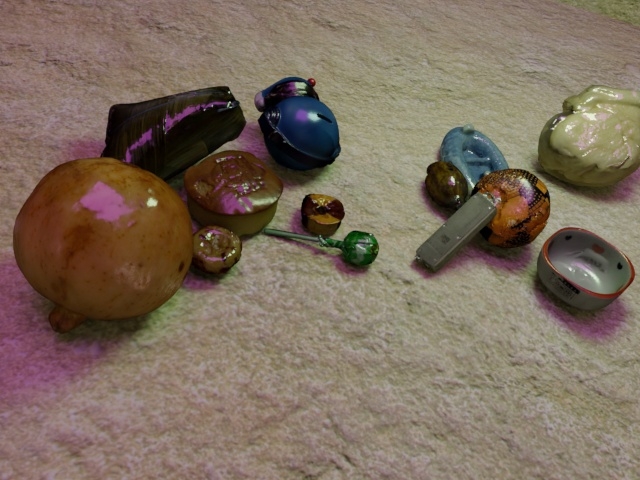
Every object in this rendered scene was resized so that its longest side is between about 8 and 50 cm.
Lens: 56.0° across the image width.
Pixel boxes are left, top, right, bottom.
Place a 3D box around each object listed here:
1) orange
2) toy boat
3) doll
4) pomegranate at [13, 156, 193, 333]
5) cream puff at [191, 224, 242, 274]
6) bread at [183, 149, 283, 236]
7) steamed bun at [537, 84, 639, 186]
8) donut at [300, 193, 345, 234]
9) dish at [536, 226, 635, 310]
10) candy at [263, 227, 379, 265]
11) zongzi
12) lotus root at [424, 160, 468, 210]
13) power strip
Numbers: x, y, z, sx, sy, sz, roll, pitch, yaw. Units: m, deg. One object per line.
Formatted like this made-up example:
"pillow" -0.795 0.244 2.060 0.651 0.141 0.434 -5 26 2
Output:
"orange" 0.544 -0.094 1.733 0.234 0.182 0.235 -14 63 29
"toy boat" 0.509 -0.258 1.948 0.215 0.123 0.330 -2 49 -11
"doll" -0.068 -0.348 1.836 0.284 0.240 0.310 20 45 -34
"pomegranate" -0.485 0.023 1.338 0.409 0.410 0.410 6 46 -6
"cream puff" -0.273 0.032 1.541 0.148 0.084 0.149 6 50 -7
"bread" -0.239 -0.135 1.659 0.269 0.148 0.270 6 46 -6
"steamed bun" 0.920 -0.339 2.021 0.324 0.230 0.372 40 81 6
"donut" 0.002 -0.075 1.709 0.140 0.059 0.141 7 40 -6
"dish" 0.714 0.092 1.660 0.256 0.117 0.256 5 46 -6
"candy" -0.001 0.002 1.643 0.323 0.097 0.097 10 45 10
"zongzi" -0.406 -0.232 1.615 0.402 0.208 0.432 -11 43 11
"lotus root" 0.389 -0.166 1.838 0.120 0.120 0.210 -6 46 -17
"power strip" 0.376 -0.025 1.656 0.272 0.052 0.078 -44 59 1
